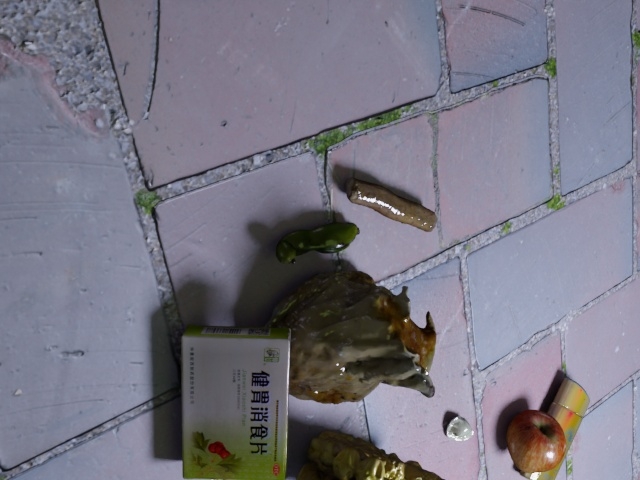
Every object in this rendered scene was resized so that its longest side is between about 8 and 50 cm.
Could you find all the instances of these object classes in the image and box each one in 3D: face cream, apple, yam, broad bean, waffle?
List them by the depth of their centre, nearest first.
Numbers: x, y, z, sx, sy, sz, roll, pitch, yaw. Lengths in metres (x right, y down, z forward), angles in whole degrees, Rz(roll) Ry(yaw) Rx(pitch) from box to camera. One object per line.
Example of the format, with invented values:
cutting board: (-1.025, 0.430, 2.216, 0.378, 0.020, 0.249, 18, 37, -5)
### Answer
broad bean: (0.000, 0.000, 1.260, 0.214, 0.070, 0.048, -21, 131, -41)
waffle: (0.104, 0.475, 1.334, 0.324, 0.261, 0.151, 32, 74, -40)
yam: (0.138, -0.067, 1.352, 0.241, 0.057, 0.056, 19, 90, -40)
apple: (0.533, 0.504, 1.736, 0.146, 0.146, 0.131, -18, 135, -32)
face cream: (0.628, 0.511, 1.854, 0.139, 0.067, 0.285, 32, 82, -40)

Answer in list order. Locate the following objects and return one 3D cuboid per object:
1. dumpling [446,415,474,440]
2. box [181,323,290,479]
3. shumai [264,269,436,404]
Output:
dumpling: (0.321, 0.441, 1.626, 0.059, 0.043, 0.077, -48, 143, 3)
box: (-0.141, 0.273, 1.170, 0.175, 0.062, 0.260, 2, 102, -1)
shumai: (0.068, 0.202, 1.238, 0.314, 0.262, 0.267, -6, 104, -34)
